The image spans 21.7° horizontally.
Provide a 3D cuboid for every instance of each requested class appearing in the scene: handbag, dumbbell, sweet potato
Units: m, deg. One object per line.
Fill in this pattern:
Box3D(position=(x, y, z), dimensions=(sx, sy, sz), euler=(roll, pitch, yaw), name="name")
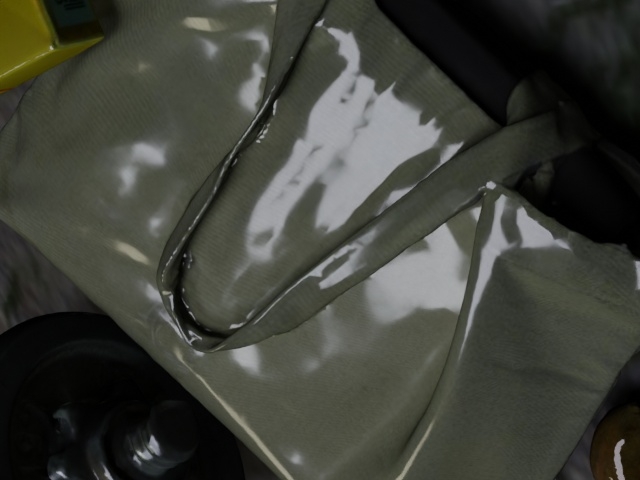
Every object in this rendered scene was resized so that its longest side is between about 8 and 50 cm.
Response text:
Box3D(position=(-0.001, -0.005, 0.754), dimensions=(0.316, 0.109, 0.253), euler=(43, 126, 7), name="handbag")
Box3D(position=(-0.203, 0.175, 0.933), dimensions=(0.406, 0.179, 0.179), euler=(-32, 100, 39), name="dumbbell")
Box3D(position=(0.150, 0.157, 0.806), dimensions=(0.053, 0.054, 0.182), euler=(9, 120, 14), name="sweet potato")

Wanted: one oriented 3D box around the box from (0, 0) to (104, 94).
Box3D(position=(-0.209, -0.191, 0.758), dimensions=(0.153, 0.041, 0.279), euler=(-20, 92, 38), name="box")
